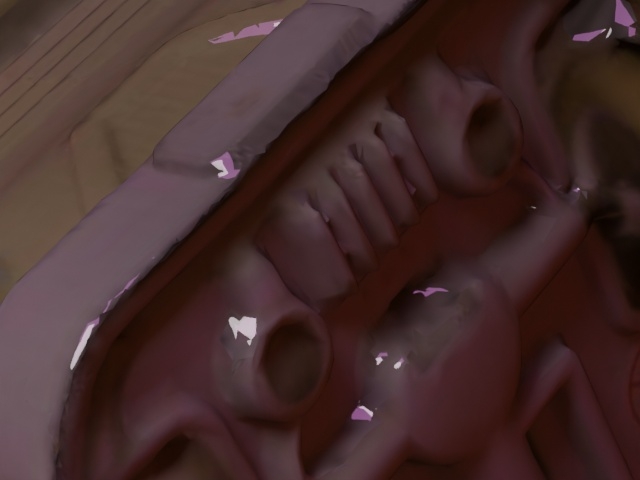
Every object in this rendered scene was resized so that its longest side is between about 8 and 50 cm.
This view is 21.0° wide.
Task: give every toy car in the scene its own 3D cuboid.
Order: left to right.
[{"bbox_3d":[0.006,0.079,0.527,0.226,0.336,0.242,12,51,45],"label":"toy car"}]
